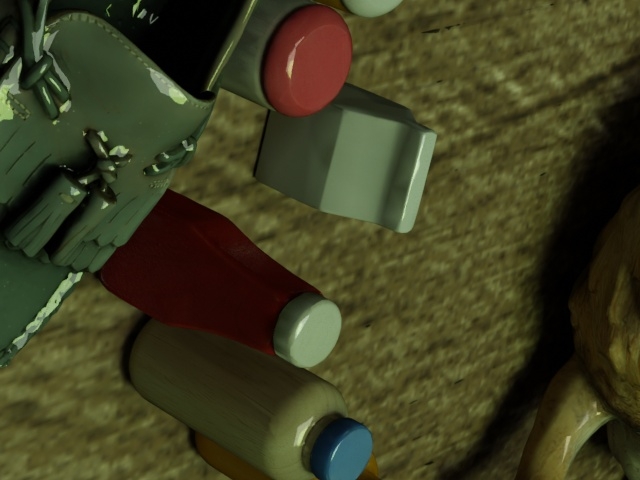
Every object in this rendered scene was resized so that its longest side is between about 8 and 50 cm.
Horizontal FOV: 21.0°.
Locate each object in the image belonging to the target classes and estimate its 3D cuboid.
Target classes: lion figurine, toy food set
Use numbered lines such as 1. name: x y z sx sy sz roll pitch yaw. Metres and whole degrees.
1. lion figurine: 0.201 0.099 0.909 0.240 0.142 0.392 -58 157 -20
2. toy food set: 0.000 0.000 0.612 0.111 0.104 0.232 -4 114 -49

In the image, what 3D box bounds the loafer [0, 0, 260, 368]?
1. loafer: -0.059 -0.075 0.516 0.096 0.084 0.267 22 94 -53
